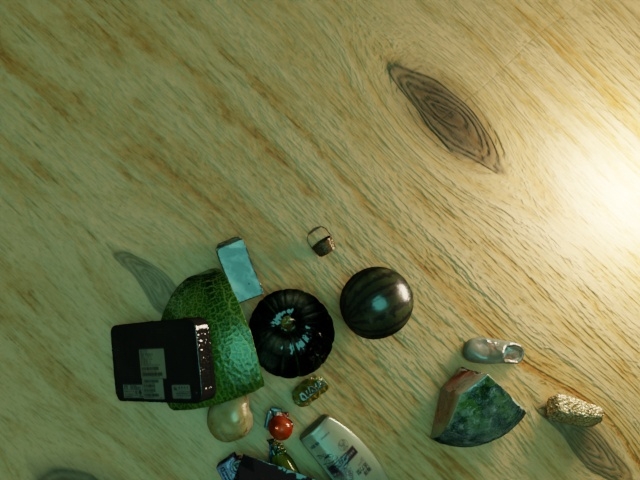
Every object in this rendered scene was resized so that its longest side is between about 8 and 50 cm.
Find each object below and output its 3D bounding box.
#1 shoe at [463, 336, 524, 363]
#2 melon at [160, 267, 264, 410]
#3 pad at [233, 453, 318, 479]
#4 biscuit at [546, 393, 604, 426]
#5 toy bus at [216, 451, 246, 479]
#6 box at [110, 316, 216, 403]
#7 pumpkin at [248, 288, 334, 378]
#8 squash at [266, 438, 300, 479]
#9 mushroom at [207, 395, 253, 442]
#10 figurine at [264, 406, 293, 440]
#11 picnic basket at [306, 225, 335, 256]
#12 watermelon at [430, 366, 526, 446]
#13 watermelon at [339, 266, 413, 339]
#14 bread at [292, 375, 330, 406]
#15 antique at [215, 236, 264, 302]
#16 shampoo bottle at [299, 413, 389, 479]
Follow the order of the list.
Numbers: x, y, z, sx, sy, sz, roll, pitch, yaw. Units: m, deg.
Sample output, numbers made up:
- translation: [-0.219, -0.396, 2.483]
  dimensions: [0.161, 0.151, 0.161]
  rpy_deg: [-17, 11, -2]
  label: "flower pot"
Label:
- translation: [0.535, 0.337, 1.736]
  dimensions: [0.195, 0.078, 0.079]
  rpy_deg: [6, 83, -11]
  label: "shoe"
- translation: [-0.309, 0.261, 1.579]
  dimensions: [0.331, 0.226, 0.344]
  rpy_deg: [-21, 88, 32]
  label: "melon"
- translation: [-0.082, 0.755, 1.553]
  dimensions: [0.367, 0.007, 0.248]
  rpy_deg: [21, 85, -2]
  label: "pad"
- translation: [0.773, 0.521, 1.751]
  dimensions: [0.168, 0.082, 0.070]
  rpy_deg: [14, 56, -6]
  label: "biscuit"
- translation: [-0.219, 0.677, 1.590]
  dimensions: [0.076, 0.073, 0.167]
  rpy_deg: [-30, 85, -8]
  label: "toy bus"
- translation: [-0.420, 0.313, 1.498]
  dimensions: [0.350, 0.058, 0.211]
  rpy_deg: [-11, 85, 36]
  label: "box"
- translation: [-0.082, 0.252, 1.592]
  dimensions: [0.249, 0.216, 0.250]
  rpy_deg: [-2, 61, 3]
  label: "pumpkin"
- translation: [-0.081, 0.708, 1.602]
  dimensions: [0.087, 0.087, 0.332]
  rpy_deg: [-17, 85, -10]
  label: "squash"
- translation: [-0.249, 0.484, 1.587]
  dimensions: [0.148, 0.112, 0.148]
  rpy_deg: [-1, 89, 36]
  label: "mushroom"
- translation: [-0.116, 0.507, 1.590]
  dimensions: [0.075, 0.140, 0.068]
  rpy_deg: [15, 84, -8]
  label: "figurine"
- translation: [0.000, 0.000, 1.700]
  dimensions: [0.072, 0.072, 0.083]
  rpy_deg: [-36, 102, -11]
  label: "picnic basket"
- translation: [0.438, 0.492, 1.695]
  dimensions: [0.289, 0.214, 0.319]
  rpy_deg: [-43, 134, 20]
  label: "watermelon"
- translation: [0.160, 0.176, 1.636]
  dimensions: [0.212, 0.212, 0.212]
  rpy_deg: [1, 83, -8]
  label: "watermelon"
- translation: [-0.032, 0.432, 1.653]
  dimensions: [0.110, 0.060, 0.066]
  rpy_deg: [-35, 119, -9]
  label: "bread"
- translation: [-0.235, 0.084, 1.648]
  dimensions: [0.086, 0.088, 0.183]
  rpy_deg: [-21, 86, -10]
  label: "antique"
- translation: [0.102, 0.658, 1.636]
  dimensions: [0.134, 0.078, 0.359]
  rpy_deg: [-40, 90, -14]
  label: "shampoo bottle"
